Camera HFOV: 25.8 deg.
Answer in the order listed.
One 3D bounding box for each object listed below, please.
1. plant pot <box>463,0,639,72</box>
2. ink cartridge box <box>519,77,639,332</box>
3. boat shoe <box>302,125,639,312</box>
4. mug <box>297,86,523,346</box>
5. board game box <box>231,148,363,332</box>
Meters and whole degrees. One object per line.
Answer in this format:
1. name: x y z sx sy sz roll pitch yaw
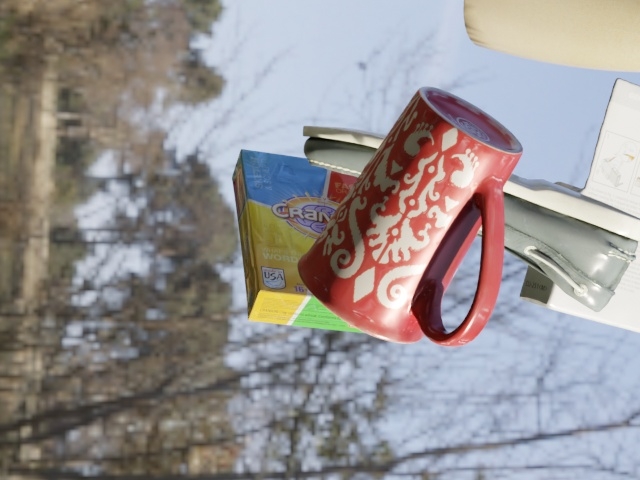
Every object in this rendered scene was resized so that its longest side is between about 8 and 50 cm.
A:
1. plant pot: 0.383 -0.342 1.943 0.274 0.256 0.256 29 -56 29
2. ink cartridge box: 0.360 -0.019 1.458 0.060 0.275 0.239 17 -88 63
3. boat shoe: 0.125 -0.025 1.249 0.116 0.319 0.099 -27 135 -78
4. mug: 0.086 -0.012 1.054 0.169 0.150 0.113 -60 169 20
5. board game box: 0.000 0.000 2.090 0.316 0.242 0.064 -101 -156 -46
